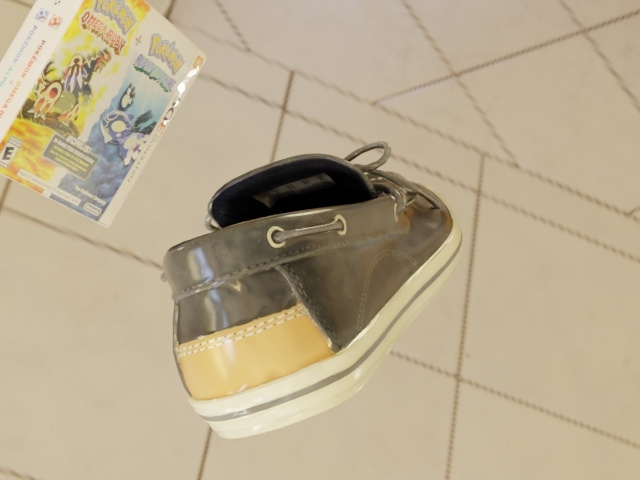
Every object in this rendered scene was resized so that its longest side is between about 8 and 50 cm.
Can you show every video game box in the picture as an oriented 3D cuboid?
[{"bbox_3d":[-0.196,-0.122,1.082,0.048,0.205,0.187,26,87,23],"label":"video game box"}]

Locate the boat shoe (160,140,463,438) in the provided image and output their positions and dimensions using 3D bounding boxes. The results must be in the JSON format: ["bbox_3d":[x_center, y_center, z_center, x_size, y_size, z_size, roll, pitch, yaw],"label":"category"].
[{"bbox_3d":[0.000,0.000,1.057,0.156,0.187,0.500,67,19,-8],"label":"boat shoe"}]
